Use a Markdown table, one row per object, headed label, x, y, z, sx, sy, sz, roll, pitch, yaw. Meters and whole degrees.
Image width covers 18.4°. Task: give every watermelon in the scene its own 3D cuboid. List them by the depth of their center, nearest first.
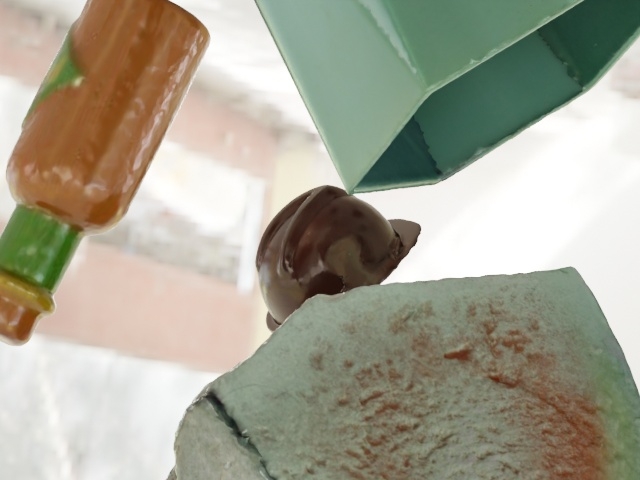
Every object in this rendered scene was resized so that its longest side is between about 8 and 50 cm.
| label | x | y | z | sx | sy | sz | roll | pitch | yaw |
| --- | --- | --- | --- | --- | --- | --- | --- | --- | --- |
| watermelon | 0.039 | 0.112 | 0.959 | 0.320 | 0.289 | 0.213 | 26 | 160 | 52 |

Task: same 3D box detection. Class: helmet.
| label | x | y | z | sx | sy | sz | roll | pitch | yaw |
| --- | --- | --- | --- | --- | --- | --- | --- | --- | --- |
| helmet | 0.000 | 0.000 | 1.150 | 0.089 | 0.111 | 0.057 | -3 | 125 | 56 |

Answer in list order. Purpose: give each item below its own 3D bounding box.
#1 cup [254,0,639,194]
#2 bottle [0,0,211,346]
| label | x | y | z | sx | sy | sz | roll | pitch | yaw |
| --- | --- | --- | --- | --- | --- | --- | --- | --- | --- |
| cup | 0.019 | -0.152 | 0.768 | 0.134 | 0.235 | 0.148 | -37 | 164 | 25 |
| bottle | -0.122 | -0.036 | 0.982 | 0.069 | 0.187 | 0.069 | 23 | 167 | 5 |
